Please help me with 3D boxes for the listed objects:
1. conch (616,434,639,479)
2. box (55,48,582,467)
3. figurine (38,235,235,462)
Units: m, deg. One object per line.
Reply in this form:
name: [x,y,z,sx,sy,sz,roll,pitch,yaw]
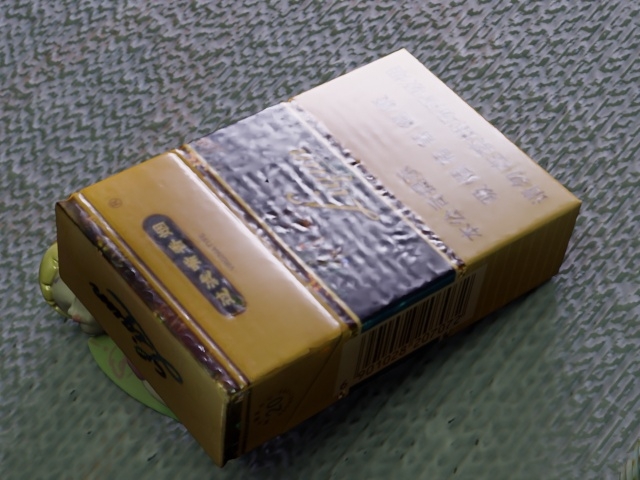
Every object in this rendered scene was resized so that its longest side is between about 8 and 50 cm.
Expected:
conch: [0.215,0.121,0.716,0.153,0.102,0.135,15,33,5]
box: [0.000,0.001,0.807,0.237,0.070,0.152,-25,56,-30]
figurine: [-0.092,0.047,0.847,0.083,0.083,0.187,-39,54,-10]
